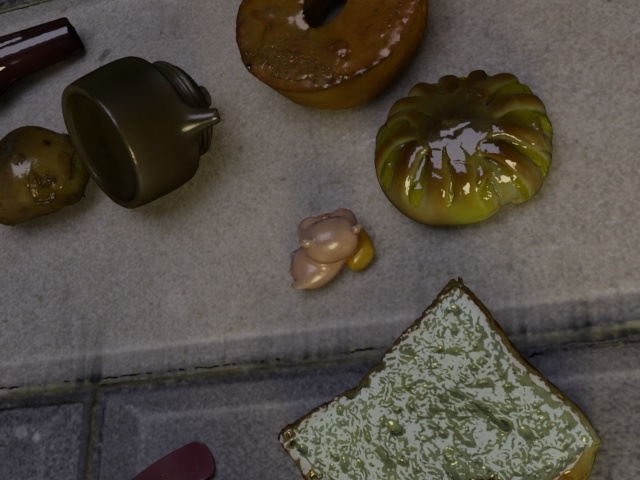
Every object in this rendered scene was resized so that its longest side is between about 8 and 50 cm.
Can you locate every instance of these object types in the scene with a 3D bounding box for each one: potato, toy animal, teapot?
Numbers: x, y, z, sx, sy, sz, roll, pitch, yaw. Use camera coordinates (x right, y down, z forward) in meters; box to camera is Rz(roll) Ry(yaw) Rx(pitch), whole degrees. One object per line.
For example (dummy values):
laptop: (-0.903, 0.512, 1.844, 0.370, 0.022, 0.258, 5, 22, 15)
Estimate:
potato: (-0.411, -0.091, 1.317, 0.176, 0.137, 0.137, -20, 62, 16)
toy animal: (0.000, 0.000, 1.134, 0.114, 0.082, 0.091, -27, 60, 10)
teapot: (-0.229, -0.159, 1.255, 0.175, 0.185, 0.268, -31, 27, -30)

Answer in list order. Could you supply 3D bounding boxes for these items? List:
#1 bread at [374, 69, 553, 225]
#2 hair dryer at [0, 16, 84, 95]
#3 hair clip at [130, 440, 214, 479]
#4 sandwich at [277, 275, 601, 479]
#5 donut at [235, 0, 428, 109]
bread: (0.164, -0.117, 1.108, 0.214, 0.105, 0.213, -10, 62, 20)
hair dryer: (-0.556, -0.342, 1.515, 0.313, 0.123, 0.340, -24, 50, -1)
hair clip: (-0.189, 0.292, 1.121, 0.137, 0.022, 0.054, -34, 57, 5)
sandwich: (0.128, 0.217, 0.984, 0.273, 0.095, 0.249, -42, 63, 0)
donut: (0.021, -0.295, 1.236, 0.278, 0.108, 0.277, -8, 66, 19)
